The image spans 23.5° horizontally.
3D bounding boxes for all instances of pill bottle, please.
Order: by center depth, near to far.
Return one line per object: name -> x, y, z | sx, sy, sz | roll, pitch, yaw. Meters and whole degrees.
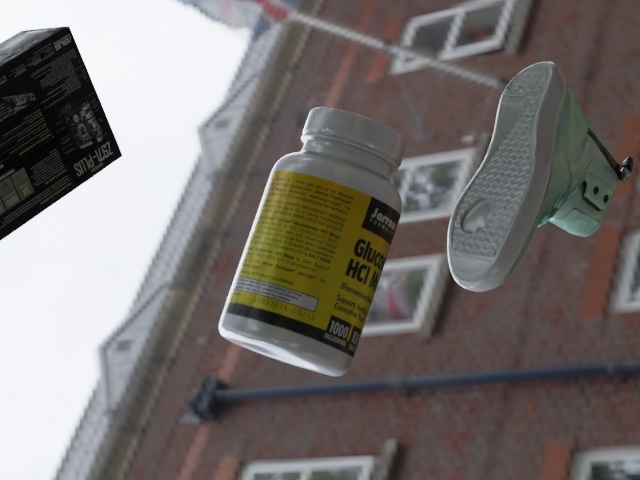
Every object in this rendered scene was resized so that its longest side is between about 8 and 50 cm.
pill bottle -> 0.000, 0.000, 2.082 | 0.188, 0.188, 0.334 | 28, -103, -50

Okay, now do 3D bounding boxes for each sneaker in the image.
sneaker -> 0.211, -0.028, 1.416 | 0.151, 0.094, 0.256 | 45, -128, -28

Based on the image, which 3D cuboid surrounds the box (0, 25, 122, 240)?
box -> -0.300, -0.104, 1.494 | 0.180, 0.077, 0.147 | -41, -60, -39
